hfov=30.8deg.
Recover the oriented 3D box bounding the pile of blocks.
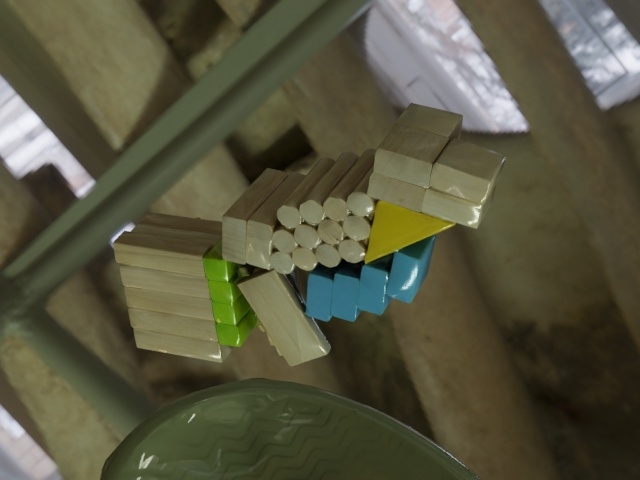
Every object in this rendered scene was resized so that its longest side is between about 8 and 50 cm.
[{"bbox_3d":[0.000,0.000,0.925,0.362,0.149,0.113,-18,-159,33],"label":"pile of blocks"}]

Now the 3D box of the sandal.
[{"bbox_3d":[0.051,0.145,0.295,0.120,0.303,0.086,-33,152,-19],"label":"sandal"}]
